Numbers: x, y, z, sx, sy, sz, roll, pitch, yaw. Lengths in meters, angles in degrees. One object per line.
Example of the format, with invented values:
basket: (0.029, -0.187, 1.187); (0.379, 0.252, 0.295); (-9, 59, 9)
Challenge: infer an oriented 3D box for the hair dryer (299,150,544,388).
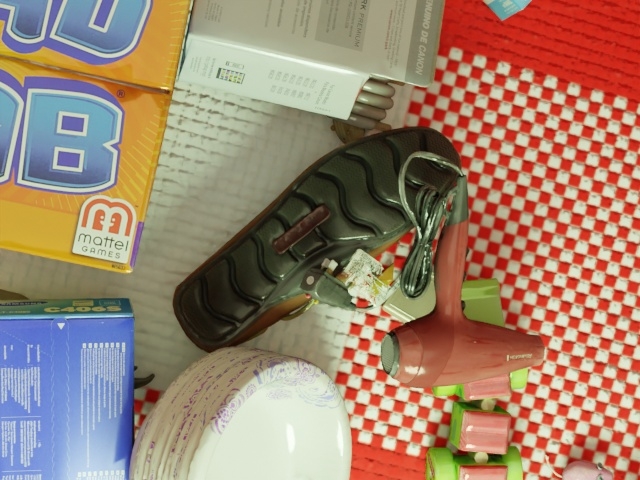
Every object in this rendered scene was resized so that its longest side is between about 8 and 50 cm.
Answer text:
hair dryer: (0.145, 0.064, 1.526); (0.223, 0.080, 0.293); (-46, 114, 5)

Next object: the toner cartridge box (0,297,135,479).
toner cartridge box: (-0.294, 0.242, 1.537); (0.165, 0.075, 0.348); (0, 102, -13)

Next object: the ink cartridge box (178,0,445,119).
ink cartridge box: (0.003, -0.310, 1.542); (0.271, 0.130, 0.309); (13, 71, -7)

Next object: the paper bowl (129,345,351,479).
paper bowl: (-0.102, 0.261, 1.538); (0.148, 0.284, 0.284); (8, 91, 37)

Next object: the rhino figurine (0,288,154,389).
rhino figurine: (-0.311, 0.127, 1.586); (0.243, 0.073, 0.106); (17, 93, -9)

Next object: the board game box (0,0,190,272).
board game box: (-0.334, -0.179, 1.431); (0.356, 0.356, 0.356); (12, 90, -8)

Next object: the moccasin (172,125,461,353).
moccasin: (0.002, 0.002, 1.599); (0.380, 0.147, 0.139); (-42, 82, -1)

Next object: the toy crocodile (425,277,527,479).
toy crocodile: (0.192, 0.216, 1.634); (0.115, 0.105, 0.341); (0, 91, -7)

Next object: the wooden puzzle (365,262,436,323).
wooden puzzle: (0.120, 0.069, 1.669); (0.116, 0.014, 0.078); (38, 91, -7)

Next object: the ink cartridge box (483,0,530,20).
ink cartridge box: (0.211, -0.352, 1.631); (0.143, 0.090, 0.092); (44, 86, -7)

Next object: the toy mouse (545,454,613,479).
toy mouse: (0.341, 0.316, 1.656); (0.143, 0.031, 0.161); (-23, 60, -3)

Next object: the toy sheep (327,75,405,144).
toy sheep: (0.050, -0.177, 1.619); (0.091, 0.091, 0.132); (14, 95, -7)
